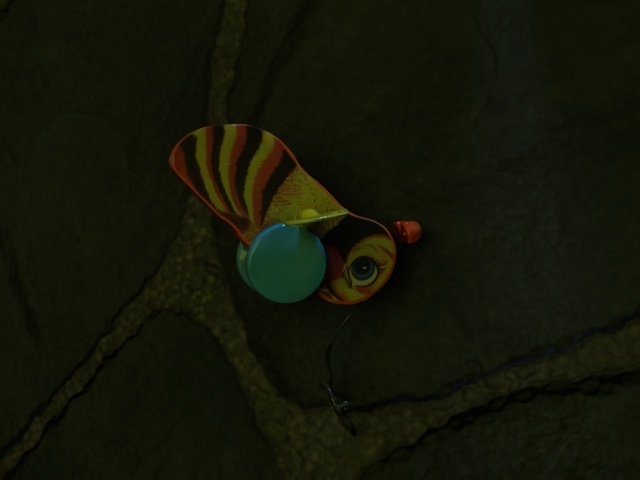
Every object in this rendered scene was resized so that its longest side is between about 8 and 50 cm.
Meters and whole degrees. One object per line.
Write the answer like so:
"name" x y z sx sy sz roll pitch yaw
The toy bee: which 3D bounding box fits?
"toy bee" 0.000 0.000 0.885 0.162 0.298 0.195 -35 30 -9
